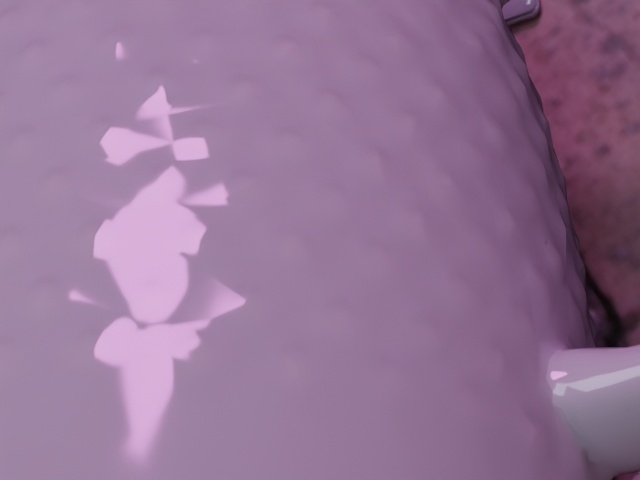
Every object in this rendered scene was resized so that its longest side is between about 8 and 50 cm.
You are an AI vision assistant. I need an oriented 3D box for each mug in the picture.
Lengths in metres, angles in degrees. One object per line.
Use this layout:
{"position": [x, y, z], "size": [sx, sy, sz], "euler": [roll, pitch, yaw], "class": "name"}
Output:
{"position": [0.000, 0.000, 0.524], "size": [0.374, 0.276, 0.328], "euler": [-16, 55, 24], "class": "mug"}

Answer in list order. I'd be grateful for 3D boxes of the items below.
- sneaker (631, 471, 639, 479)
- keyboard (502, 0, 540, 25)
{"position": [0.152, 0.111, 0.526], "size": [0.084, 0.058, 0.152], "euler": [33, 89, 42], "class": "sneaker"}
{"position": [0.051, -0.210, 0.703], "size": [0.072, 0.014, 0.256], "euler": [-15, 70, 23], "class": "keyboard"}
